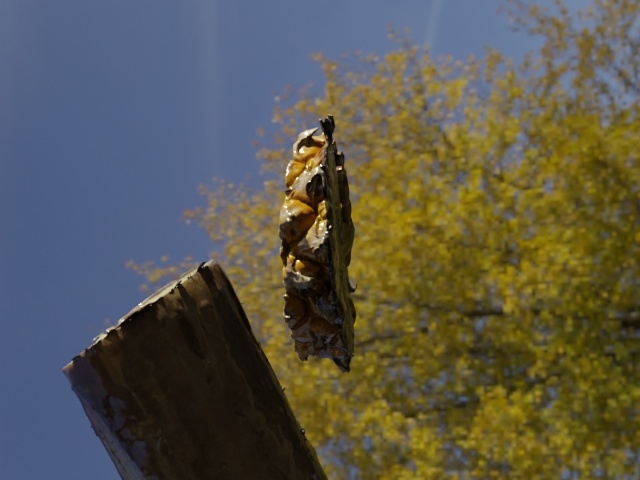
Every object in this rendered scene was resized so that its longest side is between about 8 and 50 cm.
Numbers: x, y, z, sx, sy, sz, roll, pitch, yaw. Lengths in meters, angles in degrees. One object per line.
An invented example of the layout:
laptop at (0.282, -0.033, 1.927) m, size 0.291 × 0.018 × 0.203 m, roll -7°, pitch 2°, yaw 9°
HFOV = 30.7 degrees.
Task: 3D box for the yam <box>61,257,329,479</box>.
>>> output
yam at (-0.066, 0.141, 0.762) m, size 0.129 × 0.128 × 0.238 m, roll -31°, pitch -83°, yaw -28°

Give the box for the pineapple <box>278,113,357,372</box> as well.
pineapple at (0.000, 0.000, 0.971) m, size 0.221 × 0.047 × 0.221 m, roll -3°, pitch -90°, yaw -83°
